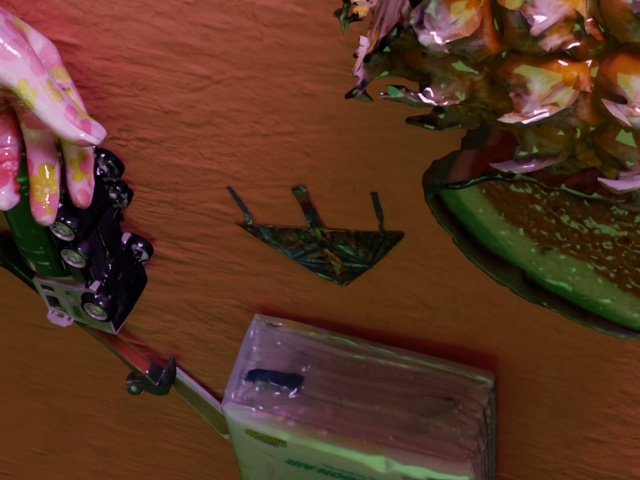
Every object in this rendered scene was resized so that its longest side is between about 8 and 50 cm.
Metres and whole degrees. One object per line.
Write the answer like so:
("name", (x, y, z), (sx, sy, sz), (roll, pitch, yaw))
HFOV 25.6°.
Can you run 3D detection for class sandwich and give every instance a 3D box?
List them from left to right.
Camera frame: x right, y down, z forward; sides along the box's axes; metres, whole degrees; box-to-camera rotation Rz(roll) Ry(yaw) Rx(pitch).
("sandwich", (0.228, -0.029, 1.158), (0.292, 0.109, 0.212), (18, 140, -1))

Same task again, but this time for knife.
("knife", (-0.110, 0.236, 1.769), (0.046, 0.022, 0.256), (-7, 134, 44))

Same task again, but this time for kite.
("kite", (0.000, 0.000, 1.394), (0.183, 0.010, 0.160), (4, 142, 24))

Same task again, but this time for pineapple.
("pineapple", (0.185, -0.188, 0.773), (0.300, 0.352, 0.352), (20, 147, -17))

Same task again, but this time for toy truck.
("toy truck", (-0.258, -0.013, 1.433), (0.125, 0.101, 0.242), (12, 143, 20))

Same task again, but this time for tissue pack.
("tissue pack", (0.058, 0.270, 1.609), (0.287, 0.162, 0.388), (13, 145, 16))

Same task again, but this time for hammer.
("hammer", (-0.275, 0.091, 1.637), (0.111, 0.033, 0.287), (-8, 136, 48))

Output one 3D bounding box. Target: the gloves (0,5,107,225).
("gloves", (-0.281, -0.129, 1.267), (0.145, 0.126, 0.241), (-27, 125, 18))
